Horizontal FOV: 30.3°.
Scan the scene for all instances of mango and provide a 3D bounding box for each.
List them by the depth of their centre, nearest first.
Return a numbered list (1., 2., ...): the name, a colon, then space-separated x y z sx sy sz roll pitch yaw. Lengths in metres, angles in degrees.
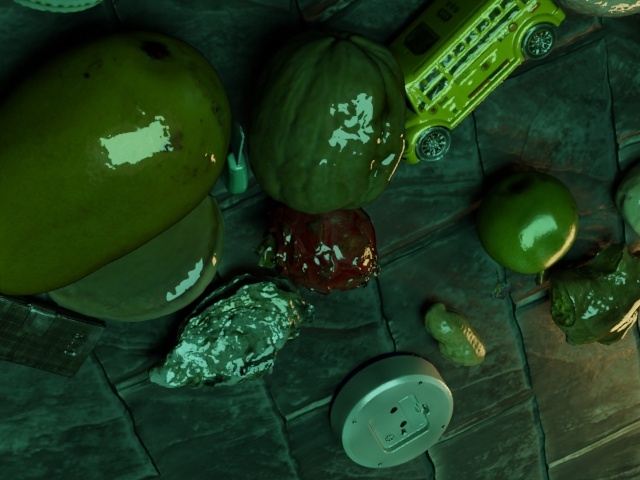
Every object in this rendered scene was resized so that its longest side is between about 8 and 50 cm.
1. mango: -0.320 -0.099 1.626 0.446 0.232 0.300 -41 135 14

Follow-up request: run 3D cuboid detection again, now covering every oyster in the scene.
1. oyster: -0.143 0.167 1.969 0.267 0.112 0.198 -45 129 14

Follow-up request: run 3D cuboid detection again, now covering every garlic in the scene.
1. garlic: -0.304 0.030 1.806 0.338 0.151 0.196 -20 102 -1

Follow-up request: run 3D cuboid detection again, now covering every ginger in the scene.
1. ginger: 0.559 0.097 2.234 0.270 0.123 0.219 -20 126 -11

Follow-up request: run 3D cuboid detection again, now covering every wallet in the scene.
1. wallet: -0.461 0.144 1.848 0.230 0.042 0.124 23 114 -34

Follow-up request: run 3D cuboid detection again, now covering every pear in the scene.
1. pear: 0.366 -0.014 2.034 0.180 0.166 0.216 -36 117 -16

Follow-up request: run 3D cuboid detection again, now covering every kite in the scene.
1. kite: 0.340 0.081 2.201 0.044 0.002 0.078 -7 126 -20

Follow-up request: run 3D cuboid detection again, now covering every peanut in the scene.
1. peanut: 0.245 0.177 2.180 0.080 0.080 0.174 -39 126 5

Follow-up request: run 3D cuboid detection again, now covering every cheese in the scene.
1. cheese: 0.666 -0.103 2.165 0.263 0.093 0.159 -28 129 -4

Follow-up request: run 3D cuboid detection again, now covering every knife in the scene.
1. knife: -0.123 -0.133 1.723 0.034 0.063 0.260 -12 164 -10

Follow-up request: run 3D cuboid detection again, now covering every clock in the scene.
1. clock: 0.135 0.323 2.228 0.230 0.083 0.230 -14 128 -18

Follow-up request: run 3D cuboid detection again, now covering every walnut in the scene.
1. walnut: 0.009 -0.175 1.706 0.227 0.283 0.283 -28 136 -41

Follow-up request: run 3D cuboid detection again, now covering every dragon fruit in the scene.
1. dragon fruit: 0.000 0.000 1.881 0.209 0.172 0.172 15 116 -31

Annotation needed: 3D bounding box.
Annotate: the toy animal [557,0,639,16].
1. toy animal: 0.414 -0.428 1.716 0.358 0.226 0.188 -27 144 -43

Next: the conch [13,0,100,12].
1. conch: -0.350 -0.433 1.389 0.303 0.215 0.319 4 105 -18

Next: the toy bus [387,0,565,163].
1. toy bus: 0.200 -0.277 1.793 0.330 0.144 0.152 -44 130 8
